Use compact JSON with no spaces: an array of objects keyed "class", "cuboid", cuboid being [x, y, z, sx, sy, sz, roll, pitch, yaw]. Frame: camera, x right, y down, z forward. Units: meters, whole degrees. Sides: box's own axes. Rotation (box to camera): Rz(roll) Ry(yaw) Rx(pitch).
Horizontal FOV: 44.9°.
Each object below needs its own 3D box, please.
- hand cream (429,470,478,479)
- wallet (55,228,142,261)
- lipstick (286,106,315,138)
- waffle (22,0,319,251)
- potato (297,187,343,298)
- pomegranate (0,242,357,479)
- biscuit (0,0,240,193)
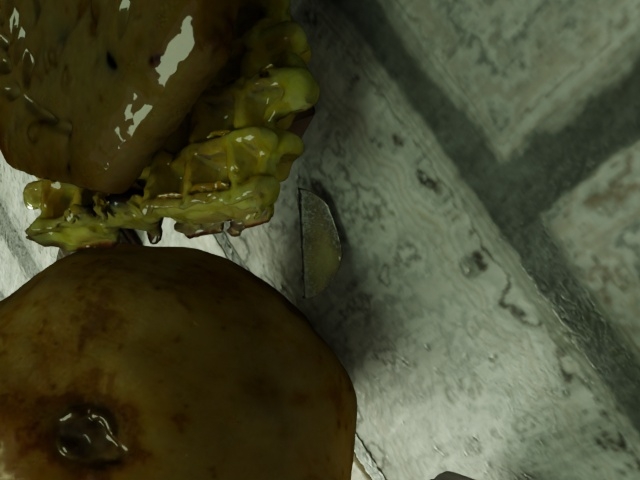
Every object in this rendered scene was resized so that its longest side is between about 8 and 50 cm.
[{"class":"hand cream","cuboid":[0.185,0.236,0.540,0.247,0.083,0.133,12,123,36]},{"class":"wallet","cuboid":[-0.308,0.023,1.062,0.124,0.042,0.230,54,146,7]},{"class":"lipstick","cuboid":[-0.054,-0.073,0.659,0.045,0.045,0.145,56,145,14]},{"class":"waffle","cuboid":[-0.126,-0.089,0.600,0.283,0.065,0.309,-49,48,9]},{"class":"potato","cuboid":[0.000,0.001,0.654,0.037,0.036,0.093,-96,3,-86]},{"class":"pomegranate","cuboid":[-0.148,0.193,0.689,0.410,0.410,0.410,32,135,38]},{"class":"biscuit","cuboid":[-0.165,-0.205,0.536,0.359,0.046,0.360,-3,85,46]}]
